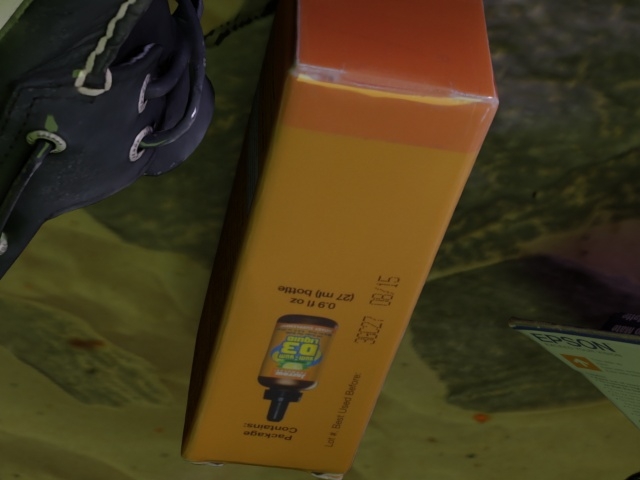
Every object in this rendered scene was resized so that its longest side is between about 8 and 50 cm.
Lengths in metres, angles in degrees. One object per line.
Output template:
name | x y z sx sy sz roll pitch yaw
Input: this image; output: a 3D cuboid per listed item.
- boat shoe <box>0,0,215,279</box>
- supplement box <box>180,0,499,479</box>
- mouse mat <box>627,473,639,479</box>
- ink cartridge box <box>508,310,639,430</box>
boat shoe | -0.094 -0.056 0.527 0.113 0.127 0.340 24 132 -27
supplement box | 0.000 0.000 0.627 0.078 0.080 0.233 8 134 -11
mouse mat | 0.266 0.158 0.859 0.152 0.007 0.190 -22 134 19
ink cartridge box | 0.227 0.081 0.662 0.223 0.045 0.224 6 153 49
